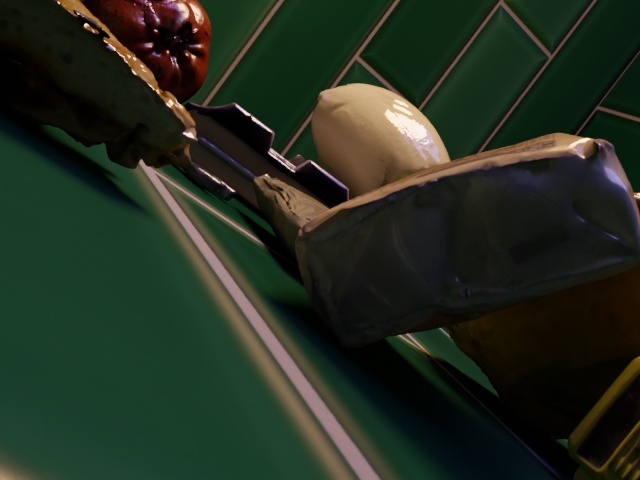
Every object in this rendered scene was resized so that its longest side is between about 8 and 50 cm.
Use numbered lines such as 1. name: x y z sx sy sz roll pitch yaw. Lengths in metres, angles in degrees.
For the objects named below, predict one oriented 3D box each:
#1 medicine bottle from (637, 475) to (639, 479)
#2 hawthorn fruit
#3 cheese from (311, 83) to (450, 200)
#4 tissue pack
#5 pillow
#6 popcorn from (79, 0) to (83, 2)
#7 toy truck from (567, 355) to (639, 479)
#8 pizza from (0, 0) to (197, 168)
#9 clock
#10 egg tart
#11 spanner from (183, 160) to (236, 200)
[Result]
1. medicine bottle: 0.339 0.076 0.353 0.242 0.395 0.242 41 4 -3
2. hawthorn fruit: -0.200 -0.207 0.852 0.172 0.148 0.148 9 -18 42
3. cheese: 0.074 -0.075 1.081 0.233 0.127 0.266 45 -32 45
4. tissue pack: 0.100 -0.008 0.520 0.222 0.186 0.090 -31 102 -74
5. pillow: 0.000 0.000 0.704 0.119 0.053 0.208 39 3 -21
6. popcorn: -0.304 -0.360 1.035 0.250 0.242 0.235 25 -12 -1
7. toy truck: 0.298 0.189 0.592 0.272 0.124 0.157 36 4 -27
8. pizza: -0.149 -0.099 0.423 0.194 0.069 0.154 43 2 -6
9. clock: -0.060 -0.080 0.951 0.253 0.083 0.186 37 4 -10
10. egg tart: 0.263 0.095 0.711 0.345 0.132 0.345 9 -34 6
11. spanner: -0.183 -0.117 0.740 0.254 0.015 0.054 37 3 4
